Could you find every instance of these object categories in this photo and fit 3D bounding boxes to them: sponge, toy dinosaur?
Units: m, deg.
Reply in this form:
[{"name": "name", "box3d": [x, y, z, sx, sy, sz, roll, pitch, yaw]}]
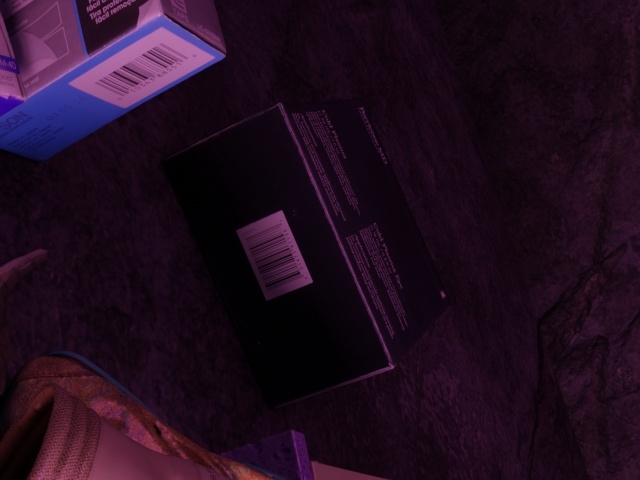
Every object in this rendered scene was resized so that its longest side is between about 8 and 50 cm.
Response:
[{"name": "sponge", "box3d": [-0.053, 0.305, 0.919, 0.031, 0.117, 0.210, 39, 34, -57]}, {"name": "toy dinosaur", "box3d": [-0.279, 0.059, 0.729, 0.118, 0.064, 0.268, 45, 19, -30]}]

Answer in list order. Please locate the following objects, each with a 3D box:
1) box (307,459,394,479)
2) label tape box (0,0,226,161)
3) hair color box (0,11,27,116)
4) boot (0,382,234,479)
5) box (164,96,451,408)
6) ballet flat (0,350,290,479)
[{"name": "box", "box3d": [0.016, 0.380, 1.004, 0.213, 0.117, 0.242, 32, 40, -55]}, {"name": "label tape box", "box3d": [-0.244, -0.278, 0.895, 0.106, 0.241, 0.333, 19, 51, -59]}, {"name": "hair color box", "box3d": [-0.378, -0.255, 0.750, 0.185, 0.110, 0.338, 0, 67, -65]}, {"name": "boot", "box3d": [-0.161, 0.248, 0.617, 0.203, 0.095, 0.261, 41, 56, -34]}, {"name": "box", "box3d": [0.000, 0.000, 1.250, 0.343, 0.179, 0.312, 67, 23, 0]}, {"name": "ballet flat", "box3d": [-0.118, 0.225, 0.786, 0.349, 0.123, 0.123, 36, 32, -18]}]
